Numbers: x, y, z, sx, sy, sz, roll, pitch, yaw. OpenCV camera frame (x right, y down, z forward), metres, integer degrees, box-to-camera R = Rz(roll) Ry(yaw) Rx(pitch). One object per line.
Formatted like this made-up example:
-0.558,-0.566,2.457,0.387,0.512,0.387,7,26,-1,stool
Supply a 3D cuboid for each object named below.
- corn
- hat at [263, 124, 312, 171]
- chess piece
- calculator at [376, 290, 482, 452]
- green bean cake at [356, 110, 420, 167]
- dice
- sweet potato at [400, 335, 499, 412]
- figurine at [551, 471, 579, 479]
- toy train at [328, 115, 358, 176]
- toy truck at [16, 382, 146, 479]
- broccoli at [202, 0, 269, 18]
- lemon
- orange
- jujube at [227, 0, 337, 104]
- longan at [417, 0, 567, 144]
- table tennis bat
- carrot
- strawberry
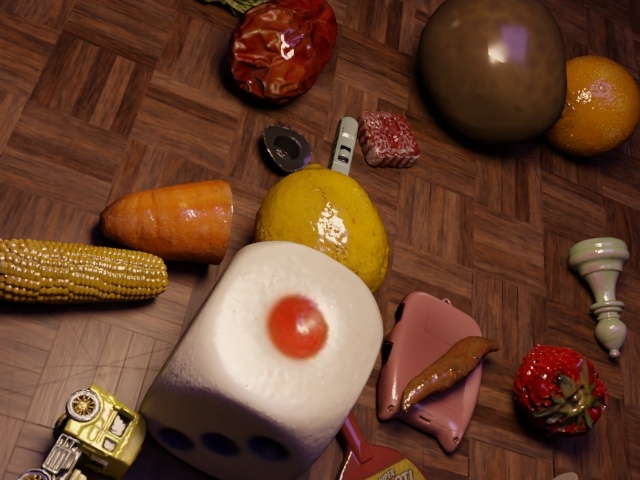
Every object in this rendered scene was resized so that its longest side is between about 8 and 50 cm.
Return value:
-0.408,0.056,1.329,0.305,0.106,0.106,5,58,-31,corn
-0.080,-0.193,1.691,0.121,0.050,0.121,15,57,-24,hat
0.661,0.139,1.840,0.139,0.139,0.272,7,70,-24,chess piece
0.227,0.240,1.579,0.220,0.048,0.330,26,49,-9,calculator
0.156,-0.237,1.841,0.135,0.056,0.135,-2,63,-29,green bean cake
-0.092,0.200,1.268,0.277,0.304,0.304,30,51,-6,dice
0.254,0.244,1.515,0.314,0.072,0.066,-27,86,-44,sweet potato
0.528,0.551,1.465,0.275,0.158,0.161,33,41,-6,figurine
0.051,-0.204,1.771,0.043,0.047,0.207,21,54,-13,toy train
-0.352,0.358,1.146,0.157,0.124,0.272,30,51,-7,toy truck
-0.252,-0.605,1.824,0.304,0.165,0.145,4,65,-13,broccoli
0.000,0.000,1.477,0.258,0.258,0.310,1,66,-27,lemon
0.694,-0.348,2.064,0.274,0.274,0.274,13,55,-20,orange
-0.069,-0.441,1.776,0.216,0.216,0.342,36,38,-3,jujube
0.423,-0.428,1.923,0.404,0.336,0.404,17,55,-25,longan
0.099,0.436,1.396,0.200,0.038,0.310,-17,73,-36,table tennis bat
-0.282,-0.040,1.431,0.225,0.159,0.159,4,58,-15,carrot
0.473,0.295,1.606,0.187,0.184,0.201,-3,22,-8,strawberry
